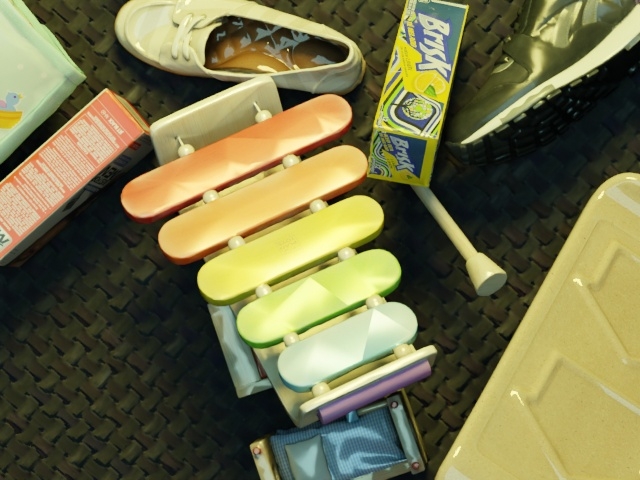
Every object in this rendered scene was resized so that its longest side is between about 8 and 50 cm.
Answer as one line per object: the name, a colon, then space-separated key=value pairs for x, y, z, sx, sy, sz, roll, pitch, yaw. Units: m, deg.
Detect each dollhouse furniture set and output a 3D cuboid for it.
dollhouse furniture set: x=-0.003 y=0.118 z=1.555 sx=0.129 sy=0.129 sz=0.184 roll=-20 pitch=87 yaw=3

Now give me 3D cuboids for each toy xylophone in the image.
toy xylophone: x=0.000 y=0.000 z=1.523 sx=0.236 sy=0.081 sz=0.323 roll=-32 pitch=61 yaw=-15

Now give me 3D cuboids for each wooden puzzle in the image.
wooden puzzle: x=0.289 y=0.161 z=1.516 sx=0.322 sy=0.080 sz=0.348 roll=33 pitch=61 yaw=0

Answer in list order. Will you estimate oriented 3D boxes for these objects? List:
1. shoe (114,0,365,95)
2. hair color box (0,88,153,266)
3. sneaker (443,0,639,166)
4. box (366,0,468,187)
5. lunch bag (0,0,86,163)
shoe: x=-0.069 y=-0.172 z=1.601 sx=0.219 sy=0.058 sz=0.076 roll=10 pitch=89 yaw=4
hair color box: x=-0.218 y=-0.051 z=1.591 sx=0.167 sy=0.093 sz=0.053 roll=-40 pitch=86 yaw=3
sneaker: x=0.202 y=-0.179 z=1.577 sx=0.283 sy=0.107 sz=0.124 roll=-37 pitch=72 yaw=-2
box: x=0.081 y=-0.125 z=1.544 sx=0.054 sy=0.059 sz=0.169 roll=11 pitch=48 yaw=4
lunch bag: x=-0.349 y=-0.153 z=1.572 sx=0.223 sy=0.160 sz=0.262 roll=-42 pitch=81 yaw=1
